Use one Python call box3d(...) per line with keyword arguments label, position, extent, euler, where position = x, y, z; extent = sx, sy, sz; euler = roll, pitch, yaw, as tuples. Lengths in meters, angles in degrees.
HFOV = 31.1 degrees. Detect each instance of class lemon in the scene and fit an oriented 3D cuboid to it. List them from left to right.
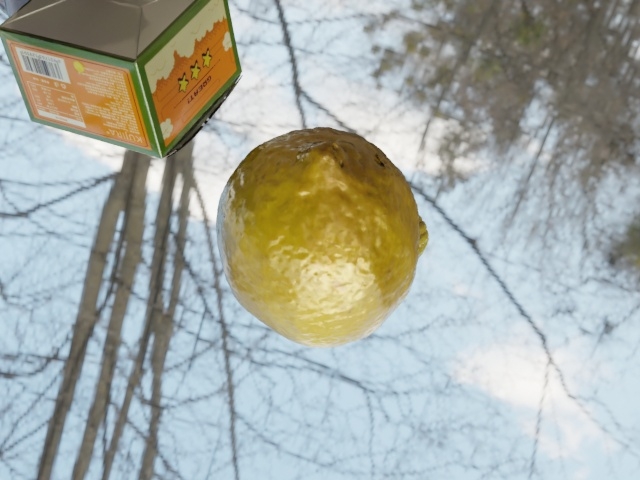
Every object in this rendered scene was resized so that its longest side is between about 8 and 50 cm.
box3d(label="lemon", position=(0.000, 0.000, 1.048), extent=(0.188, 0.257, 0.188), euler=(-2, -127, 3))

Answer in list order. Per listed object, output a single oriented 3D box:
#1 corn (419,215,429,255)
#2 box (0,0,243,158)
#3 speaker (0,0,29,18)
box3d(label="corn", position=(0.071, 0.016, 1.402), extent=(0.081, 0.081, 0.248), euler=(26, -161, 14))
box3d(label="box", position=(-0.222, -0.213, 1.311), extent=(0.195, 0.148, 0.177), euler=(16, -132, 24))
box3d(label="speaker", position=(-0.293, -0.352, 1.386), extent=(0.259, 0.329, 0.198), euler=(-13, -108, -6))
